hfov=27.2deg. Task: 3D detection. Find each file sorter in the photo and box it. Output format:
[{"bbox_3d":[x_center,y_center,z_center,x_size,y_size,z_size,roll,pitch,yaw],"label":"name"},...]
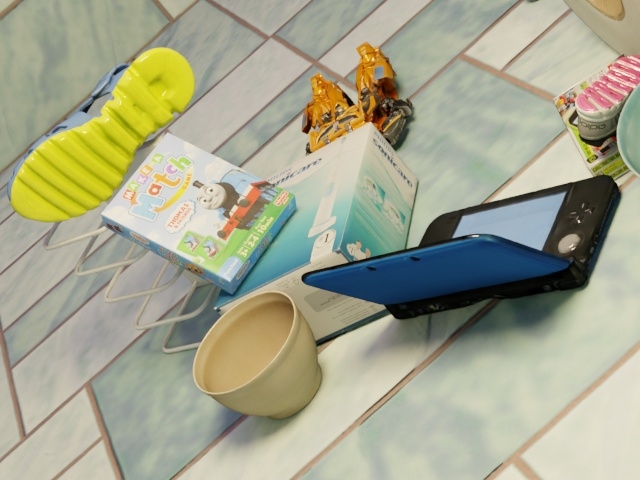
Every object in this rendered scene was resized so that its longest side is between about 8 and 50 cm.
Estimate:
[{"bbox_3d":[-0.238,0.019,1.966,0.193,0.277,0.173,-15,40,43],"label":"file sorter"}]

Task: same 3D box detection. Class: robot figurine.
[{"bbox_3d":[0.047,-0.202,2.136,0.211,0.085,0.291,-32,27,20],"label":"robot figurine"}]

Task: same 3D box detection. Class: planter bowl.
[{"bbox_3d":[-0.067,0.160,1.684,0.162,0.109,0.162,-28,33,21],"label":"planter bowl"}]

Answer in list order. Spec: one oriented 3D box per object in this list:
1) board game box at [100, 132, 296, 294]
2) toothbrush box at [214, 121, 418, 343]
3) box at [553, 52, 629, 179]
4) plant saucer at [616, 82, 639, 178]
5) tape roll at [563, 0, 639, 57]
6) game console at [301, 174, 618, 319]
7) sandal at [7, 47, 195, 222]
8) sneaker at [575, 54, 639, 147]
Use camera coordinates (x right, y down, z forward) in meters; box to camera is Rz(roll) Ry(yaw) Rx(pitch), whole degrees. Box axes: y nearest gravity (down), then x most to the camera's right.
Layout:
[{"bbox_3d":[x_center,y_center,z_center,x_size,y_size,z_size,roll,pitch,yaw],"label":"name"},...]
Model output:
[{"bbox_3d":[-0.164,-0.040,1.784,0.211,0.039,0.160,26,63,19],"label":"board game box"},{"bbox_3d":[0.000,0.000,1.832,0.216,0.126,0.295,-27,29,28],"label":"toothbrush box"},{"bbox_3d":[0.371,-0.155,1.673,0.114,0.036,0.207,-34,26,14],"label":"box"},{"bbox_3d":[0.482,-0.140,1.431,0.317,0.043,0.317,-21,36,16],"label":"plant saucer"},{"bbox_3d":[0.338,-0.380,1.666,0.072,0.392,0.392,-39,26,3],"label":"tape roll"},{"bbox_3d":[0.166,-0.011,1.569,0.293,0.173,0.250,-13,37,43],"label":"game console"},{"bbox_3d":[-0.317,-0.149,1.885,0.317,0.126,0.138,-43,25,-11],"label":"sandal"},{"bbox_3d":[0.362,-0.165,1.583,0.063,0.075,0.170,32,49,32],"label":"sneaker"}]
